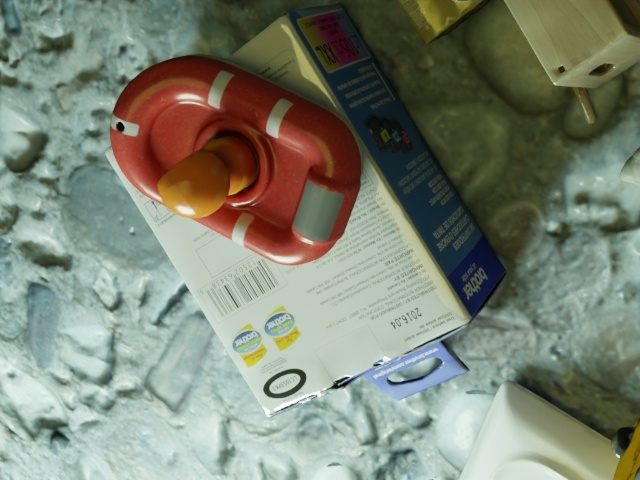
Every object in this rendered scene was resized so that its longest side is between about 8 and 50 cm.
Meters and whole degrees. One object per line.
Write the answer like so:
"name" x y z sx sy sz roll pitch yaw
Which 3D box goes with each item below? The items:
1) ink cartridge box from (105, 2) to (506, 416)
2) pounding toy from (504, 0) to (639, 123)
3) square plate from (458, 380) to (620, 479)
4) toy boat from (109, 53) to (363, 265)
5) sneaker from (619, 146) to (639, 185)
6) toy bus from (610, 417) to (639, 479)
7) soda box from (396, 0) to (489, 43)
"ink cartridge box" 0.000 0.000 0.978 0.270 0.151 0.395 -30 92 31
"pounding toy" 0.222 -0.181 0.824 0.100 0.141 0.130 -34 77 32
"square plate" 0.278 0.373 1.013 0.347 0.049 0.344 31 121 22
"toy boat" -0.088 -0.064 0.825 0.231 0.151 0.151 27 117 15
"sneaker" 0.364 0.007 0.829 0.121 0.099 0.262 -42 68 44
"toy bus" 0.313 0.199 0.788 0.130 0.332 0.108 33 120 13
"soda box" 0.156 -0.256 0.857 0.181 0.061 0.058 -34 92 32
